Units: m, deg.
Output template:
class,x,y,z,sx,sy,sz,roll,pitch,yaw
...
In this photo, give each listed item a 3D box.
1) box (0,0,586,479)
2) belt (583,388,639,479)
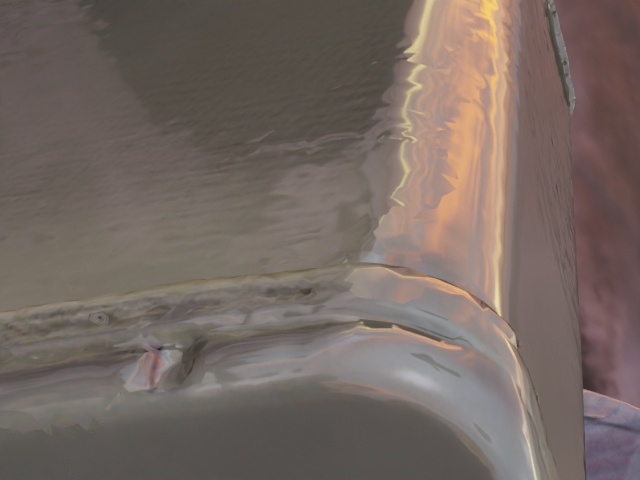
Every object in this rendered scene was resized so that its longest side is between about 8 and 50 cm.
class,x,y,z,sx,sy,sz,roll,pitch,yaw
box,-0.086,0.020,0.541,0.344,0.352,0.177,-77,153,-53
belt,0.152,0.243,0.929,0.227,0.115,0.324,3,85,-25
